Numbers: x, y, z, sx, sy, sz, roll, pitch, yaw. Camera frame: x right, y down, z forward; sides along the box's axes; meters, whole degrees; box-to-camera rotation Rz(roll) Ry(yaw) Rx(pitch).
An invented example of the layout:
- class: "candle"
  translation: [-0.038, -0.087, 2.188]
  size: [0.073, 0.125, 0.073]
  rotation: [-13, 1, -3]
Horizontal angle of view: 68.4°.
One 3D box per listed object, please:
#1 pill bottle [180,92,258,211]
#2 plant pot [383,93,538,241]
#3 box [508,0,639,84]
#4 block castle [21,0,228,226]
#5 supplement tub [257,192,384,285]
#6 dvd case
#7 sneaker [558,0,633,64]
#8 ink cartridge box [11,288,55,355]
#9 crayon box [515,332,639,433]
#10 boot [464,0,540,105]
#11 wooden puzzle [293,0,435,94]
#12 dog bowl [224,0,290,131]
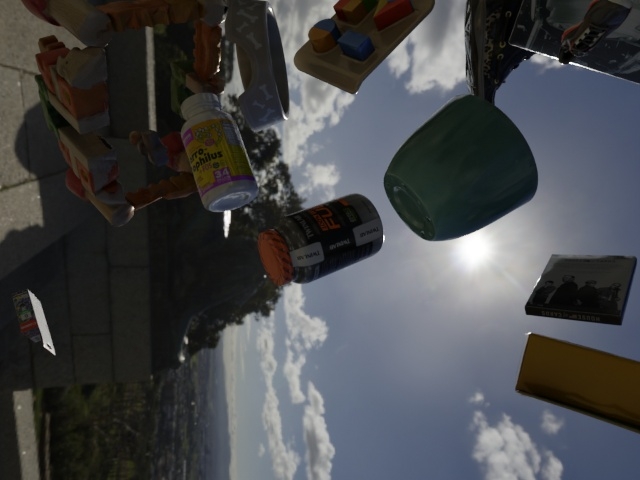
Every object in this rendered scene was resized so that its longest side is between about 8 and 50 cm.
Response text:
- class: "pill bottle"
  translation: [-0.079, -0.067, 0.355]
  size: [0.043, 0.043, 0.084]
  rotation: [125, -54, -70]
- class: "plant pot"
  translation: [0.286, -0.137, 1.060]
  size: [0.293, 0.235, 0.293]
  rotation: [54, -8, 12]
- class: "box"
  translation: [0.640, -0.518, 0.773]
  size: [0.298, 0.479, 0.472]
  rotation: [-63, 165, -9]
- class: "block castle"
  translation: [-0.361, -0.276, 0.907]
  size: [0.212, 0.302, 0.454]
  rotation: [40, -41, 23]
- class: "supplement tub"
  translation: [0.000, 0.000, 0.782]
  size: [0.117, 0.190, 0.117]
  rotation: [42, -36, 42]
- class: "dvd case"
  translation: [0.575, 0.098, 1.035]
  size: [0.179, 0.238, 0.030]
  rotation: [1, -63, 41]
- class: "sneaker"
  translation: [0.437, -0.330, 0.759]
  size: [0.158, 0.061, 0.065]
  rotation: [54, 60, -85]
- class: "ink cartridge box"
  translation: [-0.506, 0.149, 0.831]
  size: [0.115, 0.029, 0.063]
  rotation: [61, -22, 21]
- class: "crayon box"
  translation: [0.376, 0.191, 0.635]
  size: [0.318, 0.202, 0.081]
  rotation: [26, 79, -66]
- class: "boot"
  translation: [0.559, -0.518, 1.324]
  size: [0.138, 0.283, 0.378]
  rotation: [-88, 165, -55]
- class: "wooden puzzle"
  translation: [0.104, -0.614, 1.360]
  size: [0.322, 0.348, 0.080]
  rotation: [40, -1, 41]
- class: "dog bowl"
  translation: [-0.161, -0.479, 1.290]
  size: [0.349, 0.102, 0.350]
  rotation: [-6, 90, -84]
